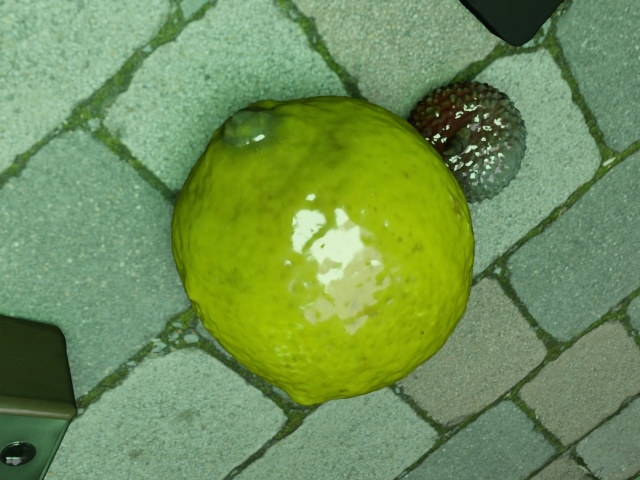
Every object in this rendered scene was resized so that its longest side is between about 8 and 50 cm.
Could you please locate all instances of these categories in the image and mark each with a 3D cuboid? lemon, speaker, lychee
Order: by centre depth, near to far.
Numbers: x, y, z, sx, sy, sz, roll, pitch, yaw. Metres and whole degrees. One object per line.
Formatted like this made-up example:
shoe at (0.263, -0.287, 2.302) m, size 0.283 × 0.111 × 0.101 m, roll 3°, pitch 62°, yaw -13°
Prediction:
lemon at (0.000, 0.000, 0.858) m, size 0.349 × 0.350 × 0.387 m, roll -29°, pitch 135°, yaw -4°
speaker at (-0.435, 0.191, 0.894) m, size 0.230 × 0.192 × 0.153 m, roll 15°, pitch 115°, yaw -34°
lychee at (0.187, -0.127, 0.968) m, size 0.165 × 0.165 × 0.197 m, roll -46°, pitch 172°, yaw 11°

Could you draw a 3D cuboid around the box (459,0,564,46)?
box at (0.195, -0.398, 0.856) m, size 0.350 × 0.058 × 0.211 m, roll 30°, pitch 105°, yaw -37°
